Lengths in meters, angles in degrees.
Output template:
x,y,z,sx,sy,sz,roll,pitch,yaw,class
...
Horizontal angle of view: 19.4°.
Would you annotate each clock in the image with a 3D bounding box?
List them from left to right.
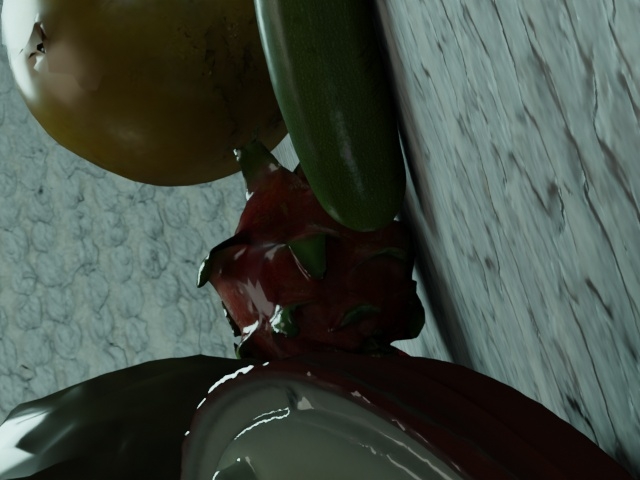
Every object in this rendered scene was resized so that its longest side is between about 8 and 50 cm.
x,y,z,sx,sy,sz,roll,pitch,yaw,class
0.046,0.183,0.607,0.318,0.080,0.318,38,141,40,clock

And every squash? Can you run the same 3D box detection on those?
x,y,z,sx,sy,sz,roll,pitch,yaw,class
0.000,-0.114,1.064,0.066,0.066,0.252,-112,8,-61,squash

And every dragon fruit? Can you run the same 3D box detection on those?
x,y,z,sx,sy,sz,roll,pitch,yaw,class
-0.003,-0.001,1.225,0.137,0.135,0.236,68,-160,-53,dragon fruit

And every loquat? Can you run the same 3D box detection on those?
x,y,z,sx,sy,sz,roll,pitch,yaw,class
-0.110,-0.149,1.337,0.235,0.235,0.235,163,90,-87,loquat

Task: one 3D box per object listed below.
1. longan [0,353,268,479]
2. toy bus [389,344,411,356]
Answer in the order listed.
x,y,z,sx,sy,sz,roll,pitch,yaw,class
-0.061,0.253,1.072,0.391,0.391,0.391,163,90,-87,longan
0.044,0.137,1.384,0.081,0.089,0.195,-112,6,-57,toy bus
